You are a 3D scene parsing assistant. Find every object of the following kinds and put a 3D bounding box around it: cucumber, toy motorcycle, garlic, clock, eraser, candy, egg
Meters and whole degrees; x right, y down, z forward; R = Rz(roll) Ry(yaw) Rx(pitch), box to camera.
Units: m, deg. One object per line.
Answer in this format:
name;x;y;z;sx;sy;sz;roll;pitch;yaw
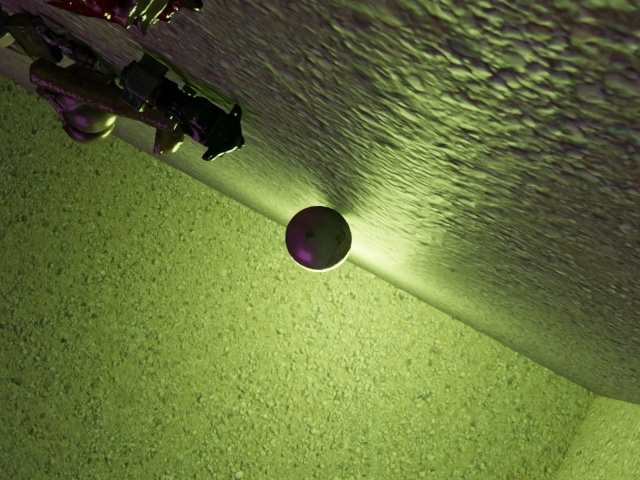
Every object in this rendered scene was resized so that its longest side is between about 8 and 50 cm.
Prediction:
cucumber;-0.693;-0.498;1.561;0.078;0.062;0.211;-4;172;-7
toy motorcycle;-0.258;-0.249;1.234;0.275;0.124;0.187;31;-176;-18
garlic;-0.600;-0.351;1.676;0.160;0.191;0.214;32;149;51
clock;-0.859;-0.548;1.649;0.153;0.110;0.050;30;172;4
eraser;-0.364;-0.298;1.911;0.150;0.023;0.104;33;174;-34
candy;-0.564;-0.437;1.484;0.094;0.051;0.226;36;179;33
egg;0.000;0.000;1.880;0.196;0.196;0.271;27;171;23

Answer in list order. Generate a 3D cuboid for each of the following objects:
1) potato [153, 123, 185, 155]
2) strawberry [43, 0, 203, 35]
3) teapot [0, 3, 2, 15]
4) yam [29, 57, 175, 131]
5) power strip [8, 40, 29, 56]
potato;-0.410;-0.311;1.789;0.089;0.100;0.172;7;-148;-10
strawberry;-0.274;-0.305;0.628;0.306;0.137;0.233;26;176;15
teapot;-0.766;-0.501;1.344;0.175;0.185;0.267;-5;-125;-42
yam;-0.520;-0.352;1.567;0.357;0.081;0.081;19;180;-25
power strip;-0.909;-0.586;1.836;0.388;0.066;0.092;25;176;39
